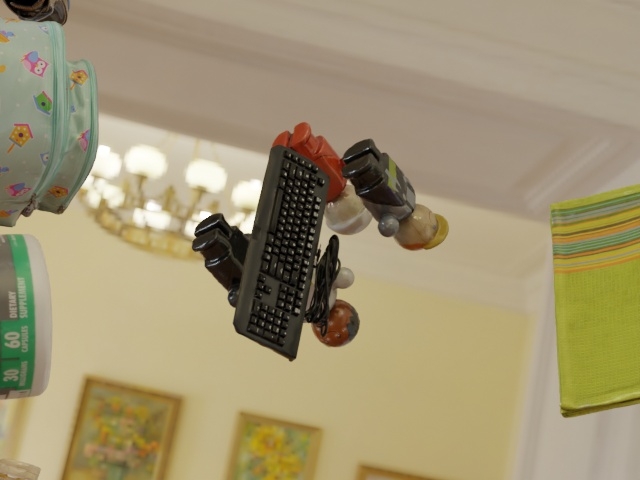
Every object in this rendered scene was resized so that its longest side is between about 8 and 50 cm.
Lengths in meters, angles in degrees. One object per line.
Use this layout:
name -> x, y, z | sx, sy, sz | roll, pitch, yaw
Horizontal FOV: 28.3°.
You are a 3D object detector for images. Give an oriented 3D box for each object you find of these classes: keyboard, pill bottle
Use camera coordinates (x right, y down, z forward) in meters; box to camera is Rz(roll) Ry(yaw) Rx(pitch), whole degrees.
keyboard -> -0.016, 0.010, 1.137 | 0.100, 0.192, 0.038 | 29, -31, -34
pill bottle -> -0.510, 0.097, 1.493 | 0.361, 0.204, 0.204 | -3, -11, -21

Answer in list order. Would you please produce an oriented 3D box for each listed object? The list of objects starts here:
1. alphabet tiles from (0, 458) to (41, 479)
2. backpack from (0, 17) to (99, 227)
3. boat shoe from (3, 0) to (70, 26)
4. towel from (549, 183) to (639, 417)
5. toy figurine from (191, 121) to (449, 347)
alphabet tiles -> -0.471, 0.250, 1.487 | 0.284, 0.021, 0.278 | 17, -23, -10
backpack -> -0.273, -0.108, 1.125 | 0.144, 0.166, 0.188 | 4, -20, -19
boat shoe -> -0.329, -0.280, 1.421 | 0.066, 0.066, 0.183 | -20, -25, 7
towel -> 0.244, 0.042, 1.071 | 0.102, 0.237, 0.021 | -17, -50, 23
toy figurine -> 0.000, 0.000, 1.309 | 0.148, 0.213, 0.209 | 50, -18, -31
